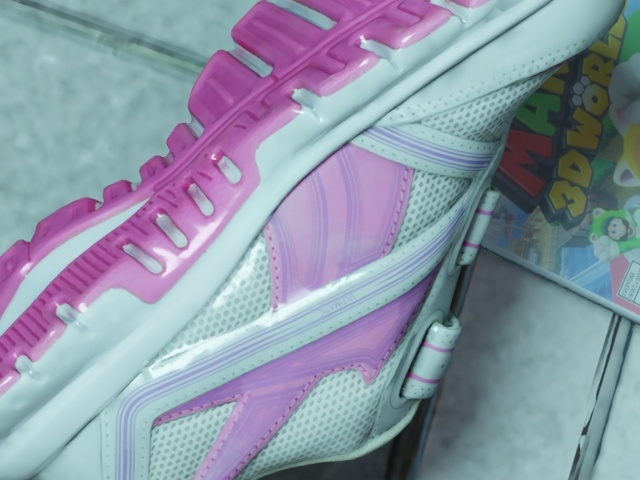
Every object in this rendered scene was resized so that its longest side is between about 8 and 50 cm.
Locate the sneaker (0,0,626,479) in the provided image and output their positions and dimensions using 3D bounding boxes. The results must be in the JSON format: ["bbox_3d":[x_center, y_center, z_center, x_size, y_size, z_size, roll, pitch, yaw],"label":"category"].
[{"bbox_3d":[0.000,0.000,0.539,0.252,0.103,0.111,-41,115,6],"label":"sneaker"}]

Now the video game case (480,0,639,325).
[{"bbox_3d":[0.075,-0.054,0.604,0.166,0.015,0.119,26,85,-14],"label":"video game case"}]
